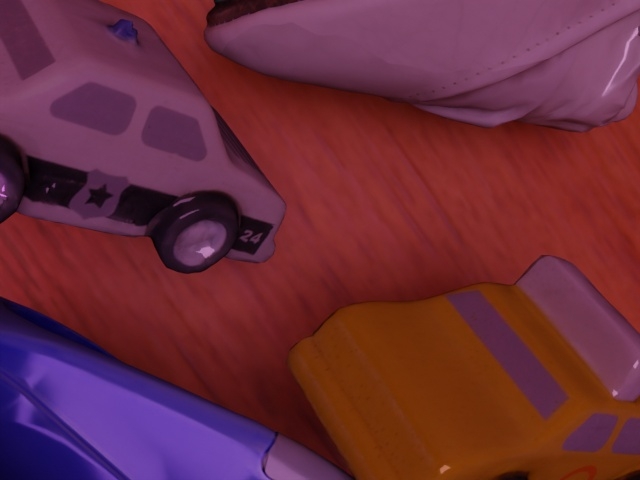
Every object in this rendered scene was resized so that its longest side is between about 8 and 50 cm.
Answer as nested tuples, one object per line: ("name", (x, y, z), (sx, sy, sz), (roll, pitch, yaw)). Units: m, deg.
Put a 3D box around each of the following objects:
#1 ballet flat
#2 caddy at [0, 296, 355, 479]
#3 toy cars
("ballet flat", (0.150, -0.124, 0.428), (0.400, 0.139, 0.139), (-24, 93, -9))
("caddy", (-0.039, 0.159, 0.332), (0.341, 0.241, 0.179), (43, 88, -6))
("toy cars", (0.000, 0.000, 0.364), (0.393, 0.176, 0.087), (33, 111, -7))
